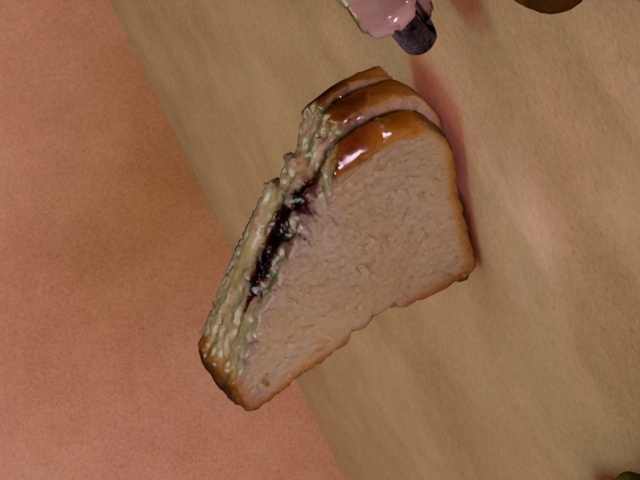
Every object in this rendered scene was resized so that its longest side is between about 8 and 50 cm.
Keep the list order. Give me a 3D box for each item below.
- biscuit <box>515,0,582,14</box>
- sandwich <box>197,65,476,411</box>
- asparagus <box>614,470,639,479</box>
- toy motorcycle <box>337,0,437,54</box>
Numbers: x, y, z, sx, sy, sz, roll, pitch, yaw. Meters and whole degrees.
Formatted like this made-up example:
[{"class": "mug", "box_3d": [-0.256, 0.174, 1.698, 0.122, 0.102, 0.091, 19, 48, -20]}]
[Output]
[{"class": "biscuit", "box_3d": [0.066, -0.333, 1.189, 0.394, 0.070, 0.350, 53, 164, 43]}, {"class": "sandwich", "box_3d": [-0.002, -0.003, 1.688, 0.099, 0.288, 0.254, 50, 168, 39]}, {"class": "asparagus", "box_3d": [0.257, 0.247, 1.632, 0.085, 0.082, 0.343, 28, 172, -7]}, {"class": "toy motorcycle", "box_3d": [-0.009, -0.298, 1.428, 0.341, 0.107, 0.223, 63, -167, 12]}]
